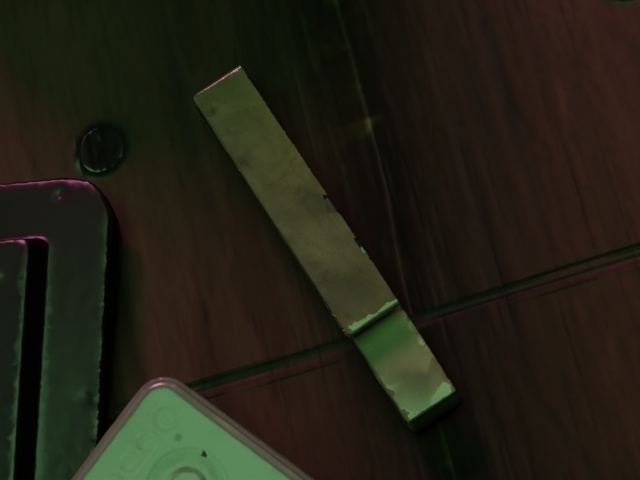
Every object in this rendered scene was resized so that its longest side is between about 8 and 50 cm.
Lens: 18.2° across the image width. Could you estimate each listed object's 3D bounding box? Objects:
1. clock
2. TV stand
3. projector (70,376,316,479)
[{"bbox_3d":[-0.255,0.099,1.172,0.279,0.049,0.273,-5,69,14],"label":"clock"},{"bbox_3d":[0.000,0.000,1.137,0.036,0.042,0.249,-33,65,-2],"label":"TV stand"},{"bbox_3d":[-0.080,0.228,1.033,0.192,0.099,0.257,35,82,14],"label":"projector"}]
